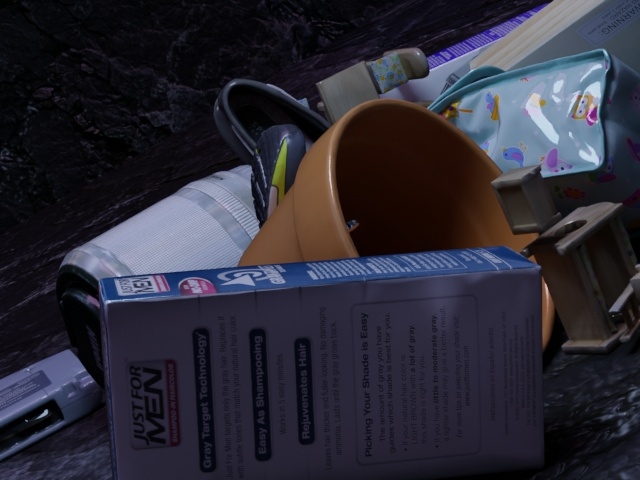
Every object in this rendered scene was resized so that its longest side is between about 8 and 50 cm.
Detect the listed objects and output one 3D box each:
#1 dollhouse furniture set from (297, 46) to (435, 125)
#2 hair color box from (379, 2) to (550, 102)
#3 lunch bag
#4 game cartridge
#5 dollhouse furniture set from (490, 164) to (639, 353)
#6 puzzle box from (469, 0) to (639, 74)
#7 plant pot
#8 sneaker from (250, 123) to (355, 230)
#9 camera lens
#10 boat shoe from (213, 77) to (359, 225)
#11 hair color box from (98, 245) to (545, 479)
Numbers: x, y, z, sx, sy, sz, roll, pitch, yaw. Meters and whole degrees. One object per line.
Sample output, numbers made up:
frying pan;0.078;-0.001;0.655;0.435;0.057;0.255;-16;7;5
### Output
dollhouse furniture set;0.079;-0.103;2.000;0.212;0.242;0.161;-28;14;-22
hair color box;0.205;-0.172;2.172;0.339;0.185;0.110;-24;15;2
lunch bag;0.245;-0.088;1.680;0.262;0.160;0.223;-9;-22;41
game cartridge;-0.428;0.237;2.004;0.297;0.062;0.198;-28;10;-13
dollhouse furniture set;0.273;-0.001;1.427;0.101;0.182;0.161;-34;16;-33
puzzle box;0.403;-0.229;1.728;0.409;0.272;0.052;-34;44;28
plant pot;0.053;0.037;1.519;0.203;0.291;0.291;-34;6;37
sneaker;0.000;0.000;1.700;0.121;0.300;0.111;-15;36;-4
camera lens;-0.152;0.059;1.846;0.274;0.219;0.219;-32;15;-27
boat shoe;0.007;-0.072;1.869;0.112;0.335;0.095;-50;-6;-7
hair color box;0.001;0.106;1.278;0.347;0.173;0.105;-4;11;-10
